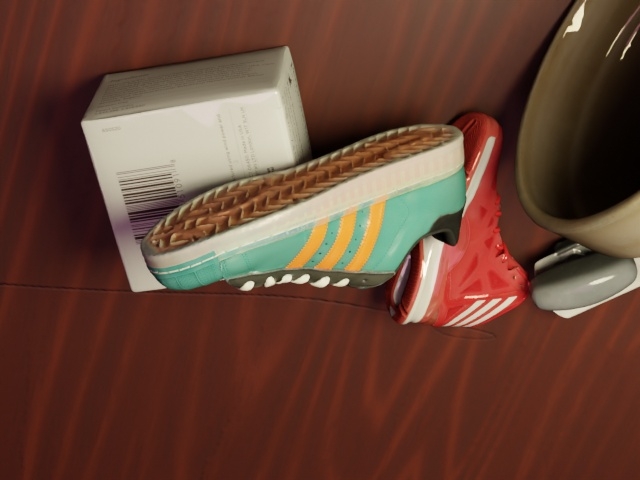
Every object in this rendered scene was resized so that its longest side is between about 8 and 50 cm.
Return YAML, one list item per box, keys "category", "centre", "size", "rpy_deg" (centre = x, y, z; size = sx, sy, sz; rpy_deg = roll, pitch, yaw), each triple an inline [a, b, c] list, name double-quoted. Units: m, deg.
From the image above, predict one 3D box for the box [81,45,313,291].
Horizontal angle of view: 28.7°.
- category: "box"
  centre: [-0.102, -0.066, 1.155]
  size: [0.182, 0.119, 0.181]
  rpy_deg: [-9, 118, 7]

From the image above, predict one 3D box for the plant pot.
- category: "plant pot"
  centre: [0.362, -0.093, 1.012]
  size: [0.280, 0.323, 0.323]
  rpy_deg: [27, 117, -18]

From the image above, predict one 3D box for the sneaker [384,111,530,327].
- category: "sneaker"
  centre: [0.154, -0.014, 1.210]
  size: [0.128, 0.087, 0.221]
  rpy_deg: [10, 118, -25]

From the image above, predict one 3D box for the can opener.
- category: "can opener"
  centre: [0.334, 0.003, 1.191]
  size: [0.280, 0.093, 0.074]
  rpy_deg: [-27, 114, 12]

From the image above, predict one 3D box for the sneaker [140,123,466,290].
- category: "sneaker"
  centre: [0.000, 0.000, 1.060]
  size: [0.302, 0.108, 0.121]
  rpy_deg: [-20, 114, -21]
